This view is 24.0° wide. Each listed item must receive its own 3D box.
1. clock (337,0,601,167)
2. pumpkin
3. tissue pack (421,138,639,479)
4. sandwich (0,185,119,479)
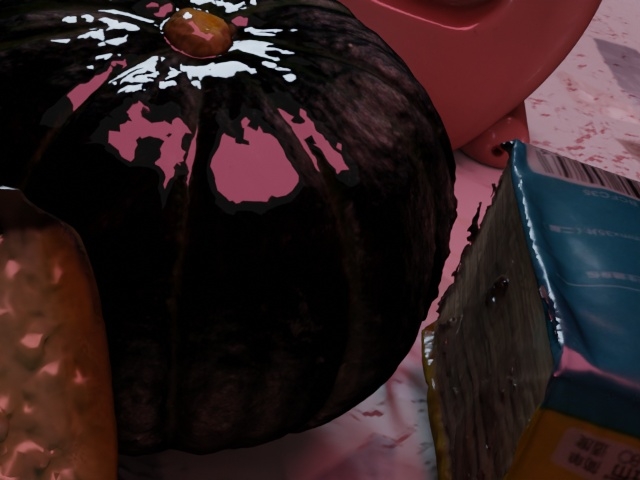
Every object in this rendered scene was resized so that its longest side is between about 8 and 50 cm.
[{"bbox_3d":[0.066,-0.181,0.882,0.227,0.241,0.142,18,32,-12],"label":"clock"},{"bbox_3d":[-0.053,-0.017,0.585,0.220,0.162,0.220,5,38,-4],"label":"pumpkin"},{"bbox_3d":[0.182,0.087,0.624,0.271,0.134,0.192,19,30,-9],"label":"tissue pack"},{"bbox_3d":[-0.168,0.063,0.427,0.122,0.128,0.236,-1,-6,-39],"label":"sandwich"}]
